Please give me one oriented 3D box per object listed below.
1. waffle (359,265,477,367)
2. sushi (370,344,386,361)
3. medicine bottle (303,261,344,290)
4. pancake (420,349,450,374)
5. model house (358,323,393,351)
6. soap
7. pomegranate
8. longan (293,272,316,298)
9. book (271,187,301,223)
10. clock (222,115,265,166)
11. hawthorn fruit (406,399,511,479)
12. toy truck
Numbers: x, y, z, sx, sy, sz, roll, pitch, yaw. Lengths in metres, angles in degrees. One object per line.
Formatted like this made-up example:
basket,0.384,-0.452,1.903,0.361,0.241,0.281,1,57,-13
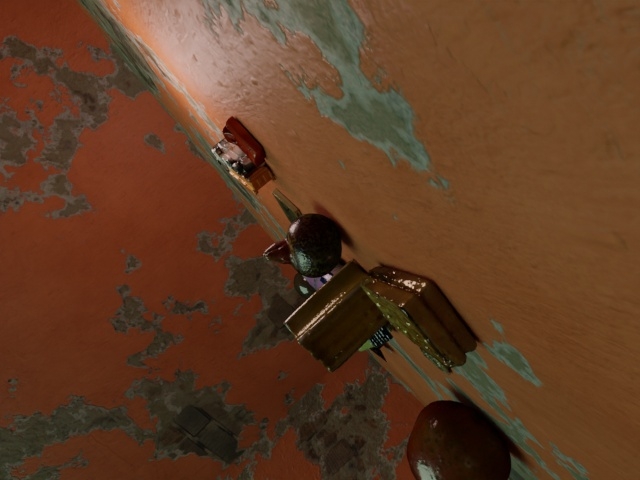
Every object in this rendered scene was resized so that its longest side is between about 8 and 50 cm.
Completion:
waffle,0.233,0.179,1.108,0.224,0.098,0.328,52,173,-12
sushi,0.260,0.532,2.563,0.373,0.100,0.296,38,180,1
medicine bottle,0.041,0.150,1.725,0.254,0.152,0.152,36,165,53
pancake,0.407,0.424,1.541,0.139,0.022,0.139,48,172,9
model house,0.223,0.360,1.927,0.193,0.170,0.211,55,143,1
soap,0.078,0.274,1.532,0.156,0.335,0.293,42,173,40
pomegranate,-0.057,0.020,1.354,0.214,0.248,0.214,171,90,-78
longan,-0.056,0.259,2.583,0.212,0.198,0.198,36,169,12
book,-0.112,-0.104,1.789,0.161,0.026,0.231,43,170,32
clock,-0.250,-0.318,1.428,0.155,0.061,0.113,45,170,8
hawthorn fruit,0.505,0.835,1.674,0.403,0.403,0.403,47,171,10
toy truck,-0.290,-0.285,1.609,0.270,0.114,0.135,39,162,38
